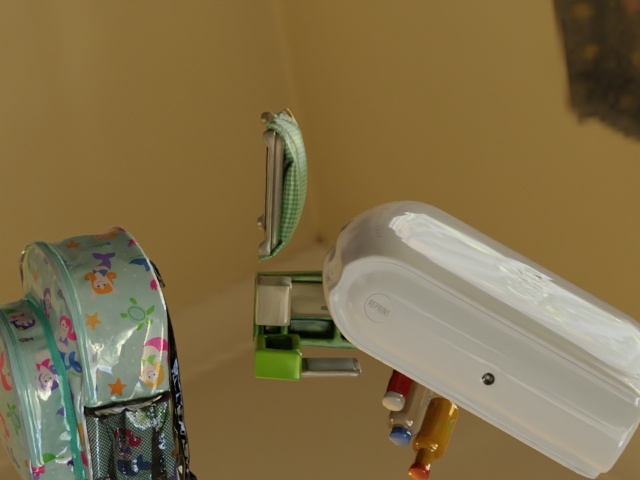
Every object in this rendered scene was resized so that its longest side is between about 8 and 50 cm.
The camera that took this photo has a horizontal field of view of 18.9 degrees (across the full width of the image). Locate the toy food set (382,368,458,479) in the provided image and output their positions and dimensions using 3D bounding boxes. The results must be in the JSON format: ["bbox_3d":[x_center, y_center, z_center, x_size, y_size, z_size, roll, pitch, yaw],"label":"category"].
[{"bbox_3d":[0.134,0.160,2.115,0.111,0.232,0.104,28,-131,-6],"label":"toy food set"}]

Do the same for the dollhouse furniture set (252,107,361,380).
[{"bbox_3d":[0.000,0.000,2.293,0.151,0.302,0.197,2,-169,-3],"label":"dollhouse furniture set"}]

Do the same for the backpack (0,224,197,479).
[{"bbox_3d":[-0.225,0.117,1.849,0.191,0.254,0.225,-6,-159,-20],"label":"backpack"}]

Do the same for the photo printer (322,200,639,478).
[{"bbox_3d":[0.148,0.073,1.753,0.307,0.107,0.256,30,-164,4],"label":"photo printer"}]
